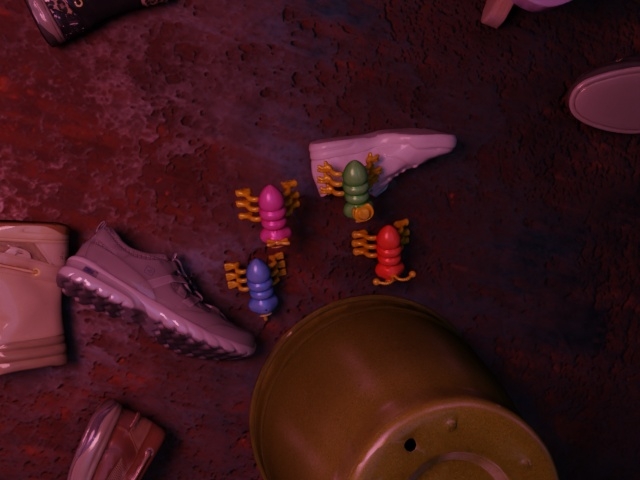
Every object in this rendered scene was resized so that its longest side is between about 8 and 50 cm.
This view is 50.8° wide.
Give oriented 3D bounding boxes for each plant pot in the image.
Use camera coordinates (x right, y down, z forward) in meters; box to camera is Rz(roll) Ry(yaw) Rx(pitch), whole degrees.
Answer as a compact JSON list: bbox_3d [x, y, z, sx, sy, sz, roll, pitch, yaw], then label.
[{"bbox_3d":[0.107,0.271,0.838,0.366,0.353,0.367,0,93,-10],"label":"plant pot"}]

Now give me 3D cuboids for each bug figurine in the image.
[{"bbox_3d":[0.000,0.000,0.927,0.278,0.072,0.216,-15,121,-7],"label":"bug figurine"}]

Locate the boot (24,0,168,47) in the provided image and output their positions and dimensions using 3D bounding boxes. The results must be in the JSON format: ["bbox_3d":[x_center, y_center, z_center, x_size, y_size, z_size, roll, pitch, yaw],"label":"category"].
[{"bbox_3d":[-0.319,-0.391,0.876,0.178,0.085,0.237,-22,102,-11],"label":"boot"}]

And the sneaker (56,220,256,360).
[{"bbox_3d":[-0.198,0.072,0.903,0.281,0.105,0.115,33,59,-21],"label":"sneaker"}]

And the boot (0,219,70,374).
[{"bbox_3d":[-0.458,0.075,0.863,0.261,0.095,0.204,0,93,-16],"label":"boot"}]

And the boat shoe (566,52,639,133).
[{"bbox_3d":[0.526,-0.239,1.038,0.334,0.096,0.112,-6,129,-6],"label":"boat shoe"}]

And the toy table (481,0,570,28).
[{"bbox_3d":[0.299,-0.438,0.944,0.252,0.161,0.274,29,86,-9],"label":"toy table"}]

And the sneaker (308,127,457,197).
[{"bbox_3d":[0.092,-0.109,0.971,0.212,0.080,0.094,-7,105,-3],"label":"sneaker"}]

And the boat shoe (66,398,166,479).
[{"bbox_3d":[-0.301,0.378,0.890,0.116,0.123,0.325,22,90,-12],"label":"boat shoe"}]
